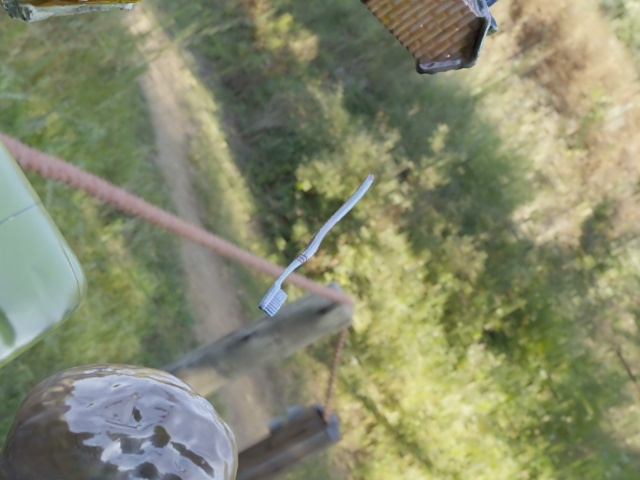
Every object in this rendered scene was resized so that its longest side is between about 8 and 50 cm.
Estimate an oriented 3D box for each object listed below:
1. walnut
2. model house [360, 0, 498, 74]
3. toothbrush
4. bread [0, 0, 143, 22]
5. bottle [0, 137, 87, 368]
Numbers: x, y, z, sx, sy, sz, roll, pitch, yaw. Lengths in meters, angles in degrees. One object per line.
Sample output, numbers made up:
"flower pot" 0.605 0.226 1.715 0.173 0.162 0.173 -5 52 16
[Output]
"walnut" -0.227 0.262 1.301 0.273 0.273 0.227 53 21 -32
"model house" 0.135 -0.279 1.322 0.172 0.166 0.183 46 26 -30
"toothbrush" 0.000 0.000 1.133 0.019 0.193 0.013 43 -31 -9
"bread" -0.411 -0.509 1.987 0.225 0.250 0.279 17 -65 51
"bottle" -0.211 -0.055 0.508 0.260 0.112 0.112 58 11 -7
